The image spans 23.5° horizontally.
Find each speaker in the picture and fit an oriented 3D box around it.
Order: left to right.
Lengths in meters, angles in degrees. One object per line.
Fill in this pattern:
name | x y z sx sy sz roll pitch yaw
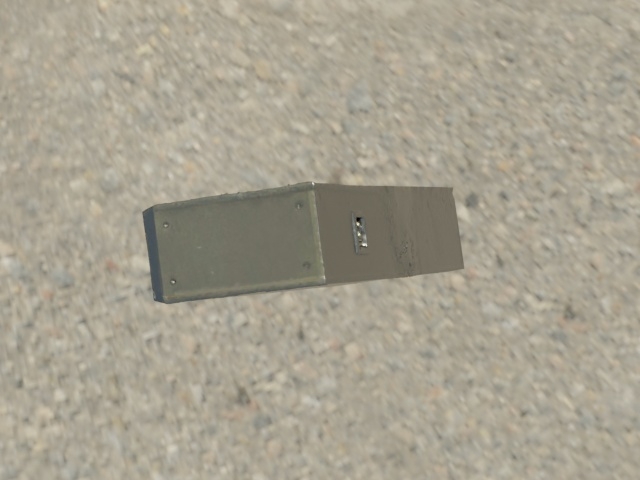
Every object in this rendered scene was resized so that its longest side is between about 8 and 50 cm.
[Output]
speaker | 0.000 0.000 0.724 0.082 0.218 0.044 -7 88 21
